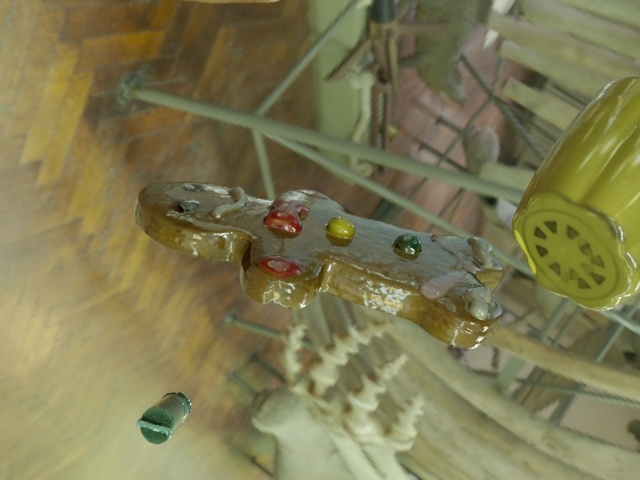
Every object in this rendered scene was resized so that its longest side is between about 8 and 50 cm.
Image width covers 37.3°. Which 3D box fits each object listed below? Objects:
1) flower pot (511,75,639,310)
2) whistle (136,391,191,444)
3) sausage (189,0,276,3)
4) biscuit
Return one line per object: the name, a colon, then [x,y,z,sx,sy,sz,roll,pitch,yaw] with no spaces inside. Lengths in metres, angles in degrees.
flower pot: [0.291,-0.036,0.932,0.179,0.195,0.195,-40,159,-31]
whistle: [-0.159,0.182,0.978,0.039,0.039,0.186,-54,179,-6]
sausage: [-0.122,-0.301,0.994,0.109,0.271,0.108,-14,111,-38]
biscuit: [0.000,-0.002,1.068,0.283,0.432,0.064,-65,171,-68]
